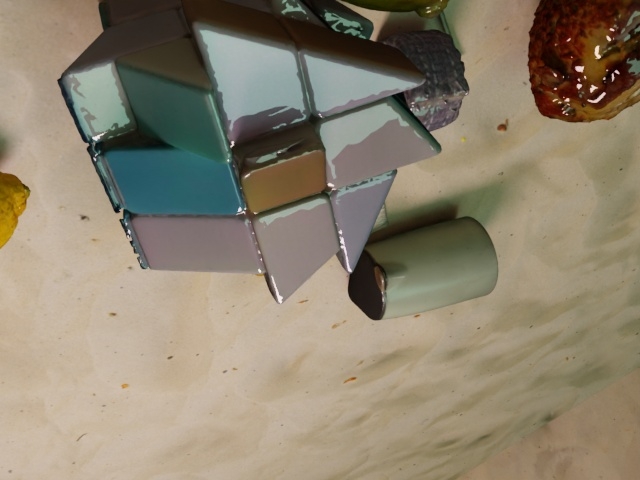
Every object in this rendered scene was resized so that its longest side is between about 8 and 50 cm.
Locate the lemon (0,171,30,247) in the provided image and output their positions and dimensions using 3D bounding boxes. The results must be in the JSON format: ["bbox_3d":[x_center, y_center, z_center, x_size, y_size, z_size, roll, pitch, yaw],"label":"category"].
[{"bbox_3d":[-0.453,-0.033,0.993,0.187,0.142,0.142,-22,144,-21],"label":"lemon"}]

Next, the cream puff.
[{"bbox_3d":[0.451,-0.331,1.202,0.351,0.228,0.350,-33,169,-7],"label":"cream puff"}]

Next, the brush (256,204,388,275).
[{"bbox_3d":[0.000,0.000,1.469,0.272,0.013,0.103,-26,144,-6],"label":"brush"}]

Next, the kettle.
[{"bbox_3d":[0.186,0.068,1.575,0.256,0.165,0.240,-16,171,-19],"label":"kettle"}]

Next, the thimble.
[{"bbox_3d":[0.142,-0.232,1.174,0.098,0.150,0.150,-12,141,-20],"label":"thimble"}]

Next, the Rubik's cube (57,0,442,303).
[{"bbox_3d":[-0.079,-0.139,0.945,0.368,0.358,0.387,-18,130,-6],"label":"Rubik's cube"}]

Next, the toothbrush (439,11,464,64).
[{"bbox_3d":[0.168,-0.343,1.159,0.028,0.026,0.294,-21,148,18],"label":"toothbrush"}]

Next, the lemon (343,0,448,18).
[{"bbox_3d":[0.064,-0.384,0.826,0.245,0.319,0.245,-22,-175,2],"label":"lemon"}]
